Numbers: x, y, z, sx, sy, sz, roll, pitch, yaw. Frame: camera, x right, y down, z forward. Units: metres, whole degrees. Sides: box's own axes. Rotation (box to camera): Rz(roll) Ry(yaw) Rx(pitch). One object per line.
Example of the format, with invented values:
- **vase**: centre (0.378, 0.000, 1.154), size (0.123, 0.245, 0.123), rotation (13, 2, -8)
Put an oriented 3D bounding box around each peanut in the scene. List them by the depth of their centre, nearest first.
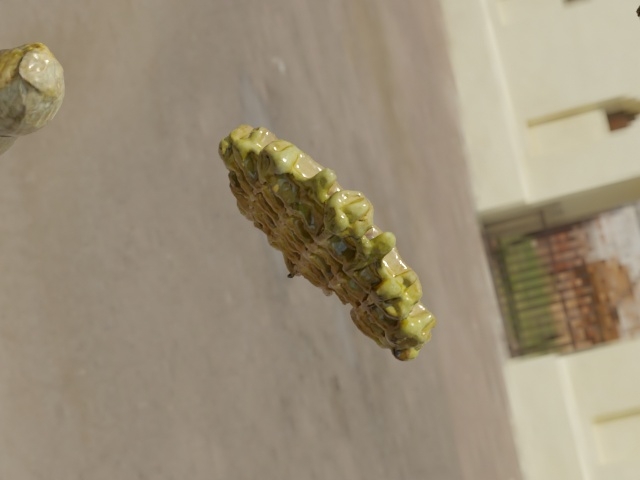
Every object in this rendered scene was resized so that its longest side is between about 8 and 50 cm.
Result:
- **peanut**: centre (-0.318, -0.133, 1.534), size (0.087, 0.206, 0.087), rotation (13, 67, -33)

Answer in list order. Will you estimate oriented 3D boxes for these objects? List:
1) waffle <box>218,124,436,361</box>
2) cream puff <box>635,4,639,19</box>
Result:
- **waffle**: centre (0.001, -0.001, 1.423), size (0.253, 0.056, 0.249), rotation (25, -28, 55)
- **cream puff**: centre (0.390, -0.245, 1.572), size (0.119, 0.133, 0.104), rotation (72, -5, -59)
